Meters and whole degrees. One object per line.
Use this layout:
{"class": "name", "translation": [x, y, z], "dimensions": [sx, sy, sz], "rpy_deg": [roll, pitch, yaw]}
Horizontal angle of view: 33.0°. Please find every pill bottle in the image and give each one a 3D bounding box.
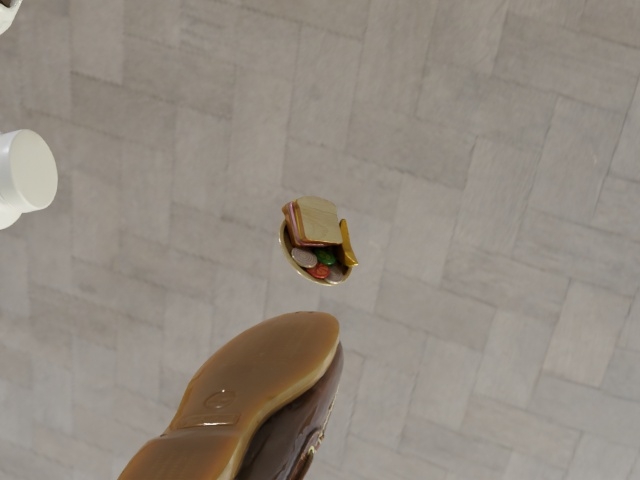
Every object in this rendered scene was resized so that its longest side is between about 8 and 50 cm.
{"class": "pill bottle", "translation": [-0.296, -0.045, 0.874], "dimensions": [0.152, 0.086, 0.086], "rpy_deg": [-10, 117, 19]}

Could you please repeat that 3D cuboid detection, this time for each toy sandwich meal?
{"class": "toy sandwich meal", "translation": [0.000, 0.000, 0.949], "dimensions": [0.085, 0.085, 0.029], "rpy_deg": [40, 130, -5]}

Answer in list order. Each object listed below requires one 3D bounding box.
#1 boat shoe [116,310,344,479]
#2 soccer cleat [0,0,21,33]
{"class": "boat shoe", "translation": [-0.040, 0.109, 0.560], "dimensions": [0.073, 0.207, 0.073], "rpy_deg": [-2, 113, 27]}
{"class": "soccer cleat", "translation": [-0.422, -0.282, 1.203], "dimensions": [0.076, 0.196, 0.068], "rpy_deg": [-45, 62, 19]}
